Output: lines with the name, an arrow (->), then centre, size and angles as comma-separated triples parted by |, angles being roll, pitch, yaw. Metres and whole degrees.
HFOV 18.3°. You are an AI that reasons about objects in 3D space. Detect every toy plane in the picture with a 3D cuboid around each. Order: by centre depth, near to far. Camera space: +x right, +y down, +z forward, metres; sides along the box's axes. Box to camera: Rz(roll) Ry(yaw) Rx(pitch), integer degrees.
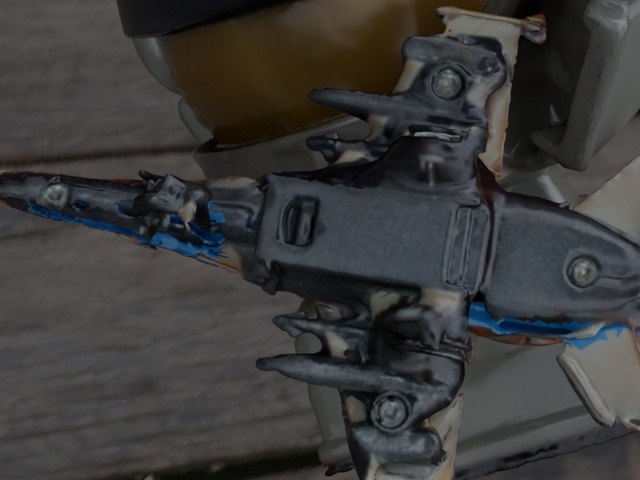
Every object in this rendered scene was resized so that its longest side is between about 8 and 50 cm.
toy plane -> -0.001, -0.002, 0.511 | 0.188, 0.062, 0.135 | 11, 82, -2

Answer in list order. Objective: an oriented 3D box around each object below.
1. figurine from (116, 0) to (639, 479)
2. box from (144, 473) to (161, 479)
figurine -> 0.017, -0.070, 0.617 | 0.143, 0.308, 0.308 | -36, 94, -45
box -> -0.078, 0.241, 0.592 | 0.091, 0.221, 0.273 | 36, 25, -39
